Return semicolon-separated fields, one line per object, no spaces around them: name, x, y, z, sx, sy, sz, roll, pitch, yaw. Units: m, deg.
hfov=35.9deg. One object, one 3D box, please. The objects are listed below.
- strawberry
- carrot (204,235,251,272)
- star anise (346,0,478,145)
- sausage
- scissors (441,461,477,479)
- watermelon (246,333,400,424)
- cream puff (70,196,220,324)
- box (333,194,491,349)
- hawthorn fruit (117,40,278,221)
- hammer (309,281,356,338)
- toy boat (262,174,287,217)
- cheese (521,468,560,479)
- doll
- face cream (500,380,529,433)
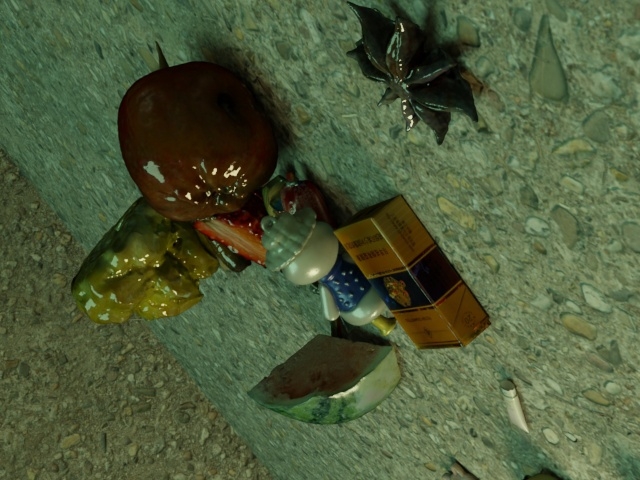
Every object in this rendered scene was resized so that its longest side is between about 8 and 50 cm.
strawberry;-0.126;-0.035;1.841;0.236;0.111;0.190;37;158;-34
carrot;-0.218;-0.011;2.109;0.186;0.060;0.060;52;159;2
star anise;0.102;-0.200;1.135;0.204;0.061;0.180;25;153;54
sausage;0.000;0.000;1.658;0.074;0.074;0.274;23;145;51
scissors;0.362;0.561;1.922;0.317;0.024;0.160;45;156;17
watermelon;0.032;0.270;1.881;0.260;0.256;0.176;9;104;54
cream puff;-0.384;0.071;2.218;0.257;0.324;0.291;35;133;-14
box;0.134;0.054;1.486;0.237;0.070;0.152;52;159;-7
hawthorn fruit;-0.201;-0.158;1.578;0.262;0.258;0.258;45;161;46
hammer;0.032;0.186;1.959;0.111;0.033;0.287;41;158;26
toy boat;-0.059;-0.053;1.701;0.066;0.065;0.172;49;169;34
cheese;0.380;0.472;1.638;0.123;0.094;0.167;32;152;37
doll;0.019;0.049;1.581;0.293;0.138;0.119;36;-173;-21
face cream;0.304;0.262;1.550;0.038;0.020;0.115;29;153;43
